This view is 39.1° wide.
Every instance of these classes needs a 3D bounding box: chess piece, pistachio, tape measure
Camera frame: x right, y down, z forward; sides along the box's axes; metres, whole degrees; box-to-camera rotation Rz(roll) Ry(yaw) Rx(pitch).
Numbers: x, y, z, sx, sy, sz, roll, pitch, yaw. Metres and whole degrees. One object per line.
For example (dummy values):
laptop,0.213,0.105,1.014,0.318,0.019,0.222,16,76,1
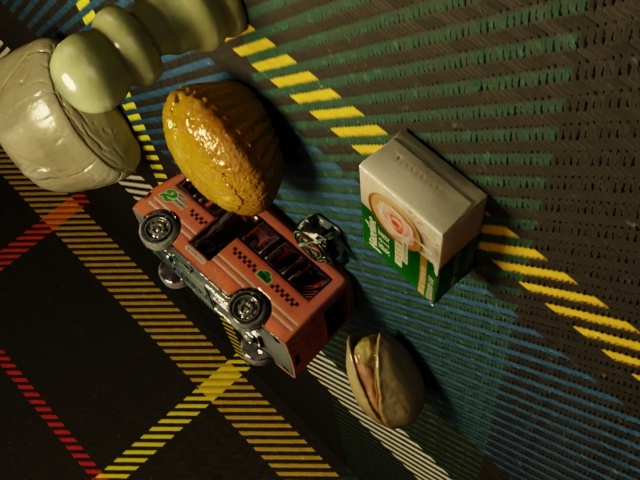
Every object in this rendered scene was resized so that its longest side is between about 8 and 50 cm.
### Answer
chess piece,-0.236,-0.264,1.181,0.144,0.251,0.144,44,162,18
pistachio,0.117,0.256,1.643,0.144,0.144,0.215,28,154,52
tape measure,-0.002,-0.001,1.519,0.094,0.054,0.091,25,150,42

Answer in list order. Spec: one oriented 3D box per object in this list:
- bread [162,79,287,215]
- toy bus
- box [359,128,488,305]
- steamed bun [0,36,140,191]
bread,-0.145,-0.148,1.407,0.240,0.139,0.240,44,163,17
toy bus,-0.147,0.043,1.705,0.427,0.233,0.203,40,162,22
box,0.121,-0.024,1.099,0.135,0.081,0.199,42,161,23
steamed bun,-0.617,-0.267,2.130,0.247,0.236,0.384,-16,126,23
